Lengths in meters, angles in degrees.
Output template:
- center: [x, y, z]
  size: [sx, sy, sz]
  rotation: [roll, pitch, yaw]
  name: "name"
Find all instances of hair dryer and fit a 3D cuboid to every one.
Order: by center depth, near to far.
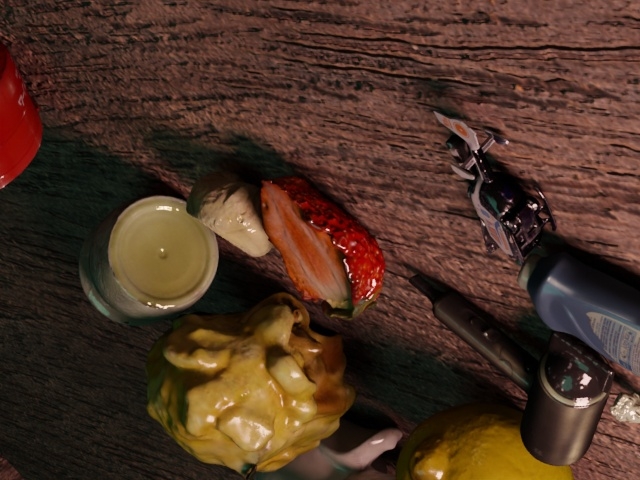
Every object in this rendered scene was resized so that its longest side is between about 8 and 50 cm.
- center: [0.184, 0.102, 1.798]
  size: [0.248, 0.078, 0.195]
  rotation: [38, 156, 19]
  name: "hair dryer"

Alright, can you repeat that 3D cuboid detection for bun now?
- center: [-0.093, -0.034, 1.957]
  size: [0.115, 0.069, 0.115]
  rotation: [35, 177, 2]
  name: "bun"

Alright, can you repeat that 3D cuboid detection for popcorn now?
- center: [-0.086, 0.174, 2.125]
  size: [0.252, 0.215, 0.286]
  rotation: [-7, 178, 18]
  name: "popcorn"

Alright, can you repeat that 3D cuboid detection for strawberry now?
- center: [0.000, 0.000, 1.868]
  size: [0.146, 0.082, 0.187]
  rotation: [-7, 123, 52]
  name: "strawberry"

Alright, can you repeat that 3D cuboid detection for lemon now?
- center: [0.187, 0.272, 1.952]
  size: [0.248, 0.184, 0.184]
  rotation: [34, 163, -34]
  name: "lemon"

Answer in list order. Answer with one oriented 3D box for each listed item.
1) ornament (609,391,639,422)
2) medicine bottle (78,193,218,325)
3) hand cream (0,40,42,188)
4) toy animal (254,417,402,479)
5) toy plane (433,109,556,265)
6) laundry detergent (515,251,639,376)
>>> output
- center: [0.328, 0.177, 1.743]
  size: [0.092, 0.041, 0.068]
  rotation: [25, 160, 9]
  name: "ornament"
- center: [-0.206, 0.025, 2.132]
  size: [0.147, 0.147, 0.143]
  rotation: [43, 158, -8]
  name: "medicine bottle"
- center: [-0.436, -0.150, 2.110]
  size: [0.193, 0.193, 0.125]
  rotation: [24, 151, 32]
  name: "hand cream"
- center: [0.016, 0.330, 2.292]
  size: [0.206, 0.272, 0.265]
  rotation: [22, -167, -33]
  name: "toy animal"
- center: [0.156, -0.041, 1.597]
  size: [0.078, 0.053, 0.197]
  rotation: [31, 161, 42]
  name: "toy plane"
- center: [0.264, 0.070, 1.616]
  size: [0.206, 0.061, 0.097]
  rotation: [29, 162, 23]
  name: "laundry detergent"
